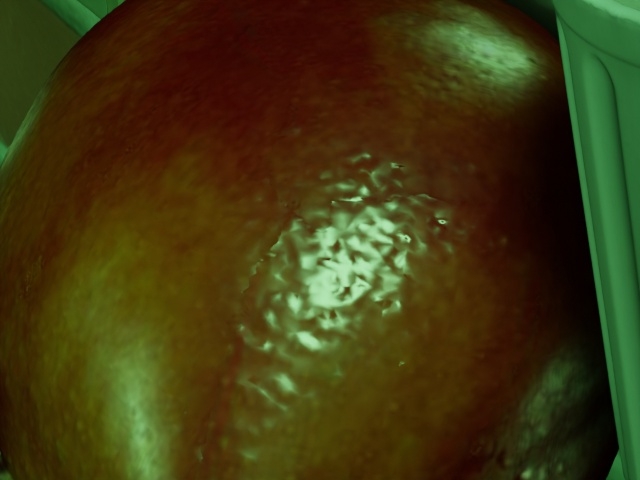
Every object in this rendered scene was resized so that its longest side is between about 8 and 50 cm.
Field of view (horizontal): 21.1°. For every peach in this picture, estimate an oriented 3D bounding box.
[{"bbox_3d":[0.000,0.000,0.647,0.362,0.257,0.201,-82,9,-66],"label":"peach"}]

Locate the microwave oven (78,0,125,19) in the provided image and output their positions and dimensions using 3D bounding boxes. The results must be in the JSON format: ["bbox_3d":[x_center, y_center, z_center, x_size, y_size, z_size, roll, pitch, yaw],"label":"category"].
[{"bbox_3d":[-0.083,-0.248,0.766,0.194,0.145,0.240,42,144,42],"label":"microwave oven"}]

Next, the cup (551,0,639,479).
[{"bbox_3d":[0.173,0.003,0.491,0.221,0.167,0.202,33,141,49],"label":"cup"}]
